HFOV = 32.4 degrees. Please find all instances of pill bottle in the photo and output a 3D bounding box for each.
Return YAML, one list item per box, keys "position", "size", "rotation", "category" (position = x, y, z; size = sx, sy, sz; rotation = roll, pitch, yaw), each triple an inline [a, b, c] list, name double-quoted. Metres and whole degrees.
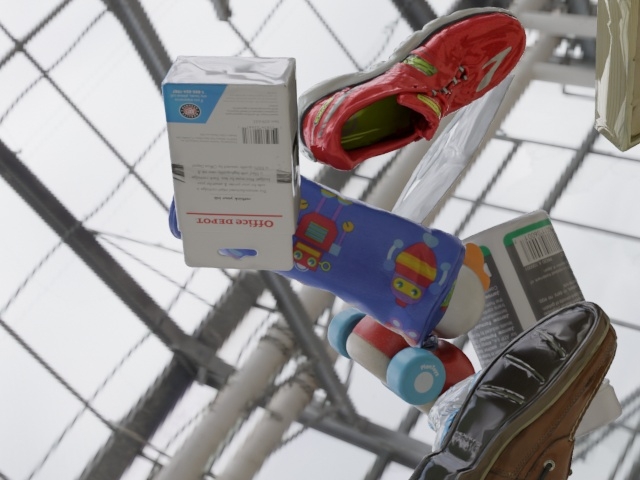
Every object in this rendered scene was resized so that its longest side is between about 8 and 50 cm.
- position: [0.350, 0.148, 1.831]
  size: [0.204, 0.204, 0.361]
  rotation: [-15, -99, -49]
  category: "pill bottle"

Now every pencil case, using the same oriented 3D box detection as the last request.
- position: [0.000, 0.000, 1.127]
  size: [0.133, 0.306, 0.119]
  rotation: [16, -82, -83]
  category: "pencil case"

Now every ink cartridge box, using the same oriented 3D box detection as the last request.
- position: [-0.072, -0.065, 0.949]
  size: [0.060, 0.104, 0.180]
  rotation: [-80, -9, -56]
  category: "ink cartridge box"

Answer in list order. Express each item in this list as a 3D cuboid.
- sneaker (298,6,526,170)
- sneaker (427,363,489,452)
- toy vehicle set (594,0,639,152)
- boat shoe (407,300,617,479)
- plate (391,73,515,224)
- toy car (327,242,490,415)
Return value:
- position: [0.109, -0.147, 1.159]
  size: [0.279, 0.118, 0.107]
  rotation: [-30, -59, -8]
  category: "sneaker"
- position: [0.154, 0.212, 1.254]
  size: [0.071, 0.083, 0.190]
  rotation: [64, -150, -8]
  category: "sneaker"
- position: [0.319, -0.188, 0.806]
  size: [0.266, 0.035, 0.166]
  rotation: [-29, -36, -10]
  category: "toy vehicle set"
- position: [0.190, 0.199, 1.070]
  size: [0.104, 0.111, 0.307]
  rotation: [41, -90, -18]
  category: "boat shoe"
- position: [0.203, -0.131, 1.840]
  size: [0.278, 0.045, 0.277]
  rotation: [-53, 3, 46]
  category: "plate"
- position: [0.172, 0.119, 1.548]
  size: [0.210, 0.219, 0.238]
  rotation: [38, -94, -28]
  category: "toy car"
